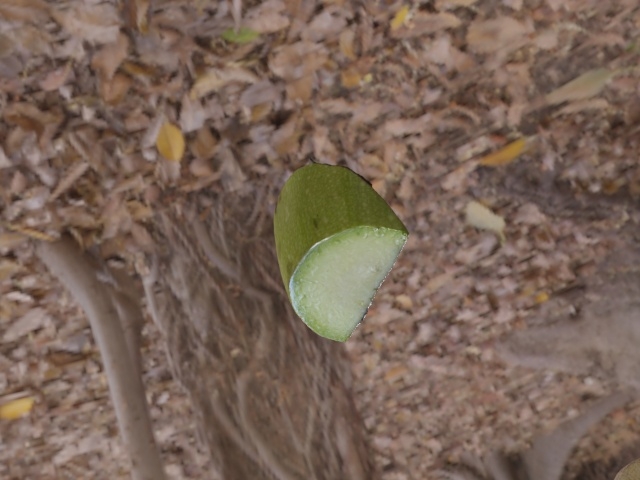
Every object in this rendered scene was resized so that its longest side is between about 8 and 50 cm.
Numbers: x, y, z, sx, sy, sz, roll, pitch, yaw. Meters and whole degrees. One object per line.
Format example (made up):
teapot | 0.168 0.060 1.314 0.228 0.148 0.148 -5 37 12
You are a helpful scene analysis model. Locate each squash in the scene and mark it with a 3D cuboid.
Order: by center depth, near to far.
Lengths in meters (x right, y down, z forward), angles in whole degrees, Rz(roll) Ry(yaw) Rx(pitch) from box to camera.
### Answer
squash | -0.015 0.005 1.164 0.085 0.184 0.192 -11 139 -45

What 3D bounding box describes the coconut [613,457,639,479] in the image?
coconut | 0.351 0.294 0.949 0.224 0.224 0.224 -16 152 -9
